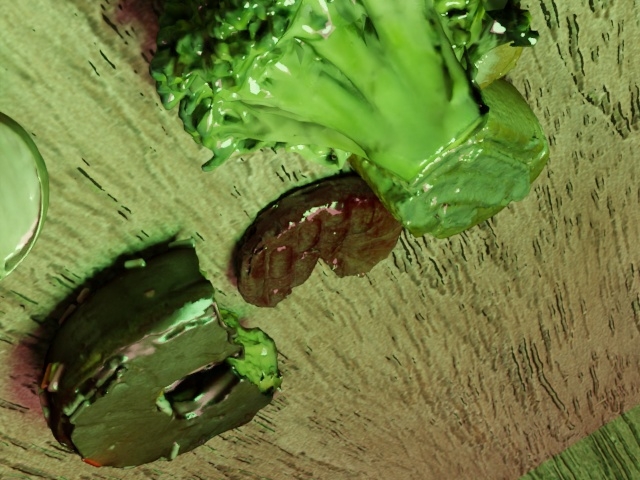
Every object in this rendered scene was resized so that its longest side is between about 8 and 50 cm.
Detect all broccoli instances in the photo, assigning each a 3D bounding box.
[{"bbox_3d":[0.015,-0.185,1.205,0.334,0.272,0.324,-33,-167,-10],"label":"broccoli"}]

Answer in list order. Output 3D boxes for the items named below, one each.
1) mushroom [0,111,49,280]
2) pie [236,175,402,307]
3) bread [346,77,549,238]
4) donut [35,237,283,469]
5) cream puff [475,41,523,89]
[{"bbox_3d":[-0.357,-0.028,1.157,0.254,0.195,0.189,-28,-174,-19],"label":"mushroom"},{"bbox_3d":[0.000,0.000,1.670,0.219,0.054,0.204,-12,148,-29],"label":"pie"},{"bbox_3d":[0.160,-0.098,1.588,0.257,0.124,0.186,3,137,-50],"label":"bread"},{"bbox_3d":[-0.196,0.148,1.637,0.259,0.136,0.345,-30,152,2],"label":"donut"},{"bbox_3d":[0.128,-0.203,1.399,0.144,0.103,0.126,-40,139,17],"label":"cream puff"}]
